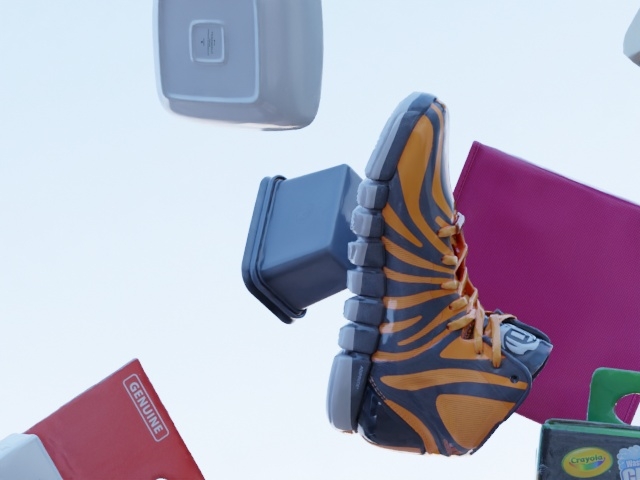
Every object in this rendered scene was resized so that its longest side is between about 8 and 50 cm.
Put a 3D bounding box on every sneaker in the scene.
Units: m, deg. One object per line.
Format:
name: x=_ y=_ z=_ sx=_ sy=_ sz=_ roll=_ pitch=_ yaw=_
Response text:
sneaker: x=0.119 y=0.038 z=1.458 sx=0.124 sy=0.180 sz=0.321 roll=-40 pitch=-40 yaw=-62

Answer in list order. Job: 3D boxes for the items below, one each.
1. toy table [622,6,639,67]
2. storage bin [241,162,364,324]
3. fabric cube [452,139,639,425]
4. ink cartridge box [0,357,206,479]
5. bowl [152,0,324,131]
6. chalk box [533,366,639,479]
toy table: x=0.388 y=-0.287 z=1.642 sx=0.252 sy=0.160 sz=0.274 roll=19 pitch=-42 yaw=-27
storage bin: x=0.000 y=0.000 z=1.541 sx=0.091 sy=0.135 sz=0.098 roll=-19 pitch=-48 yaw=33
fabric cube: x=0.253 y=0.058 z=1.848 sx=0.259 sy=0.258 sz=0.254 roll=-3 pitch=-66 yaw=-78
ink cartridge box: x=-0.178 y=0.286 z=1.417 sx=0.261 sy=0.066 sz=0.296 roll=-33 pitch=-79 yaw=-24
bowl: x=-0.071 y=-0.151 z=1.293 sx=0.053 sy=0.142 sz=0.142 roll=-21 pitch=-66 yaw=-57
chalk box: x=0.281 y=0.265 z=1.559 sx=0.180 sy=0.288 sz=0.179 roll=6 pitch=-17 yaw=8
